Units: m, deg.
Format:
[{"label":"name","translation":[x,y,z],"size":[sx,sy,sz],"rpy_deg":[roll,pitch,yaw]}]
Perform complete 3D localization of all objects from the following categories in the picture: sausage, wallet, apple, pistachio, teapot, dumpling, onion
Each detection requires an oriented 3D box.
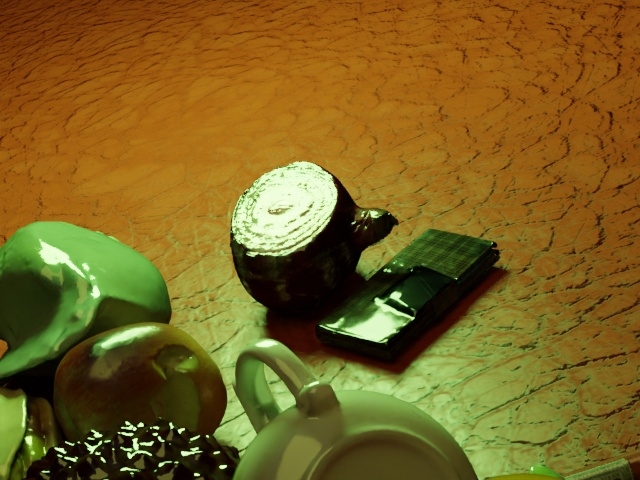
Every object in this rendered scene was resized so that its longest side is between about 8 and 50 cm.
[{"label":"sausage","translation":[0.246,0.238,1.425],"size":[0.253,0.034,0.034],"rpy_deg":[-19,29,-2]},{"label":"wallet","translation":[0.108,0.061,1.799],"size":[0.124,0.042,0.230],"rpy_deg":[10,36,43]},{"label":"apple","translation":[-0.197,0.174,1.629],"size":[0.199,0.199,0.199],"rpy_deg":[-13,29,7]},{"label":"pistachio","translation":[-0.349,0.246,1.646],"size":[0.145,0.117,0.200],"rpy_deg":[-52,35,14]},{"label":"teapot","translation":[0.021,0.206,1.108],"size":[0.204,0.298,0.139],"rpy_deg":[-18,-10,-22]},{"label":"dumpling","translation":[-0.321,0.075,1.818],"size":[0.270,0.212,0.320],"rpy_deg":[-15,-13,19]},{"label":"onion","translation":[0.000,0.000,1.862],"size":[0.218,0.140,0.195],"rpy_deg":[-6,34,19]}]

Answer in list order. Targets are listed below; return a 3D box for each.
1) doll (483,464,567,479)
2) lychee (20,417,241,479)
[{"label":"doll","translation":[0.197,0.281,1.223],"size":[0.213,0.213,0.236],"rpy_deg":[13,27,41]},{"label":"lychee","translation":[-0.139,0.306,1.222],"size":[0.330,0.306,0.306],"rpy_deg":[17,43,39]}]
